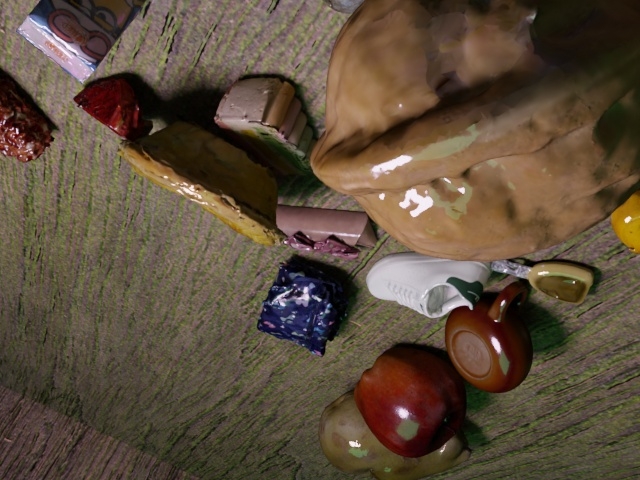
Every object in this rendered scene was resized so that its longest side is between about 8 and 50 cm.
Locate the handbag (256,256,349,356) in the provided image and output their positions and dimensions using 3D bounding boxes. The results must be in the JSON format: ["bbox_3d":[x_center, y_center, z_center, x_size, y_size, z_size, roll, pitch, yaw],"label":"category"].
[{"bbox_3d":[-0.031,0.137,1.766,0.162,0.113,0.260,24,149,6],"label":"handbag"}]

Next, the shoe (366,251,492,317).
[{"bbox_3d":[0.176,0.083,1.564,0.265,0.110,0.095,-17,132,42],"label":"shoe"}]

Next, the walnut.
[{"bbox_3d":[0.190,-0.151,0.982,0.383,0.383,0.383,16,147,11],"label":"walnut"}]

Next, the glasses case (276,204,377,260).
[{"bbox_3d":[0.000,0.000,1.584,0.193,0.070,0.102,6,145,24],"label":"glasses case"}]

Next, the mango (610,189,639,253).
[{"bbox_3d":[0.490,-0.020,1.264,0.187,0.066,0.101,22,140,-8],"label":"mango"}]

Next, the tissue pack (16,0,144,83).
[{"bbox_3d":[-0.332,-0.315,1.251,0.115,0.155,0.065,38,144,-21],"label":"tissue pack"}]

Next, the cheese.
[{"bbox_3d":[0.364,0.057,1.476,0.162,0.036,0.086,16,146,9],"label":"cheese"}]

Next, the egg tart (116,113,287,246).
[{"bbox_3d":[-0.170,-0.102,1.415,0.315,0.120,0.315,31,177,2],"label":"egg tart"}]

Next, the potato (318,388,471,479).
[{"bbox_3d":[0.170,0.444,2.020,0.351,0.202,0.218,7,135,0],"label":"potato"}]

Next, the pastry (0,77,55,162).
[{"bbox_3d":[-0.568,-0.227,1.573,0.115,0.097,0.208,-16,134,30],"label":"pastry"}]

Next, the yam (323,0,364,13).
[{"bbox_3d":[0.071,-0.363,0.963,0.133,0.133,0.330,27,151,-7],"label":"yam"}]

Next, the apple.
[{"bbox_3d":[0.186,0.327,1.824,0.234,0.234,0.234,16,147,11],"label":"apple"}]

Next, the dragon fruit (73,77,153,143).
[{"bbox_3d":[-0.325,-0.213,1.471,0.162,0.083,0.106,26,169,48],"label":"dragon fruit"}]

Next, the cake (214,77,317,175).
[{"bbox_3d":[-0.067,-0.173,1.403,0.109,0.090,0.225,4,162,25],"label":"cake"}]

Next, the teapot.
[{"bbox_3d":[0.318,0.164,1.597,0.178,0.135,0.252,40,136,28],"label":"teapot"}]
